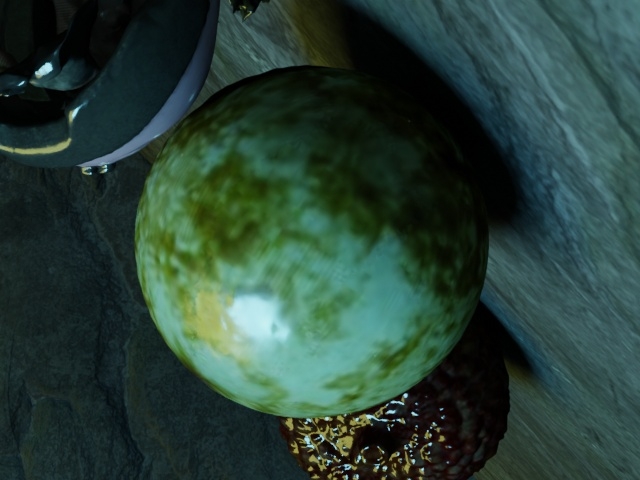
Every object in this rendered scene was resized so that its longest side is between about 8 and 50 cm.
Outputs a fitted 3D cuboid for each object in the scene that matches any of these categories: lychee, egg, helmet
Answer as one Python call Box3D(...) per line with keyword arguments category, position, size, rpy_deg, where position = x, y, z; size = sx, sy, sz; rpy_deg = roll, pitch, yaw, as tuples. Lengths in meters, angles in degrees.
Box3D(category="lychee", position=(0.074, 0.149, 1.135), size=(0.260, 0.260, 0.260), rpy_deg=(45, 173, 7))
Box3D(category="egg", position=(0.000, 0.000, 0.755), size=(0.238, 0.238, 0.289), rpy_deg=(45, -168, 10))
Box3D(category="helmet", position=(-0.144, -0.164, 0.692), size=(0.198, 0.253, 0.154), rpy_deg=(-3, 159, 27))

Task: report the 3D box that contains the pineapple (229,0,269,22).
Box3D(category="pineapple", position=(-0.082, -0.208, 0.784), size=(0.124, 0.058, 0.058), rpy_deg=(44, 173, -15))
